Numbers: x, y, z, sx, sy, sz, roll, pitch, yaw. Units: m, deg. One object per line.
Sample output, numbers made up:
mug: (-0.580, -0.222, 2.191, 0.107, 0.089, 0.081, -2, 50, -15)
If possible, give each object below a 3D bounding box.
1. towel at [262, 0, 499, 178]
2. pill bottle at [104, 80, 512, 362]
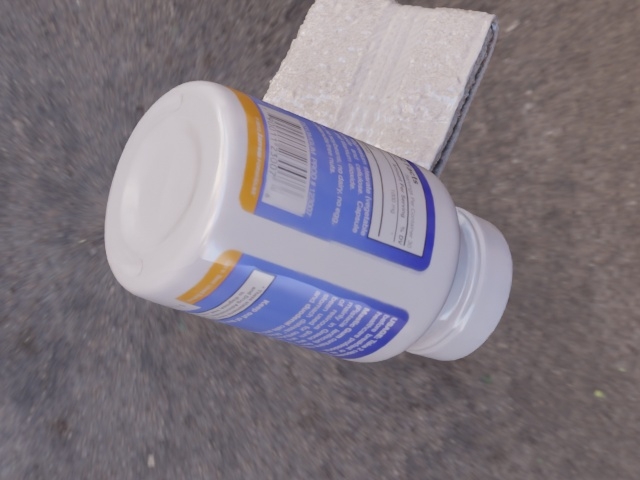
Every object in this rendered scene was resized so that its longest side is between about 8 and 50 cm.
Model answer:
towel: (0.033, -0.113, 1.430, 0.187, 0.049, 0.282, 13, 62, 20)
pill bottle: (0.000, 0.000, 1.100, 0.272, 0.152, 0.152, 20, 88, -35)
